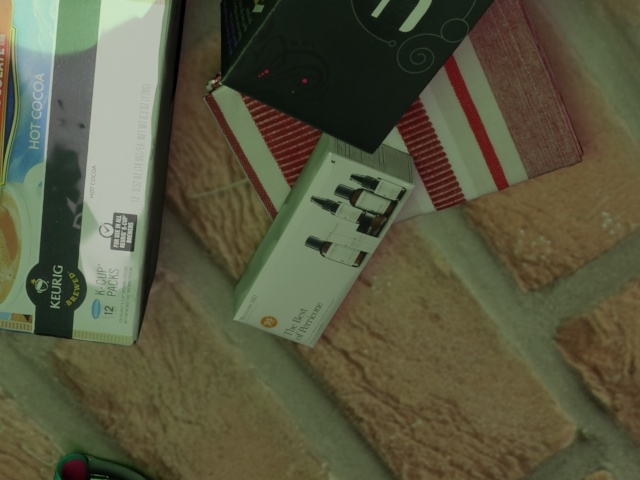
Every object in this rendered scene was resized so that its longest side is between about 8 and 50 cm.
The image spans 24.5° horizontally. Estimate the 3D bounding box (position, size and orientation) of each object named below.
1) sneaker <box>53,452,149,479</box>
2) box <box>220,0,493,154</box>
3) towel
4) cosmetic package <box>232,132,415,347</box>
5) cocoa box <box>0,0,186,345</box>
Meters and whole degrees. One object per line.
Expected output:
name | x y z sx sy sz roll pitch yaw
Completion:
sneaker | -0.297 0.330 1.646 0.296 0.124 0.178 -9 116 -6
box | 0.046 -0.236 1.286 0.165 0.143 0.270 24 124 -22
towel | 0.076 -0.122 1.493 0.329 0.037 0.237 -19 124 14
cosmetic package | 0.000 0.000 1.526 0.099 0.060 0.239 21 124 -13
cocoa box | -0.263 -0.108 1.423 0.228 0.231 0.347 7 110 -3
